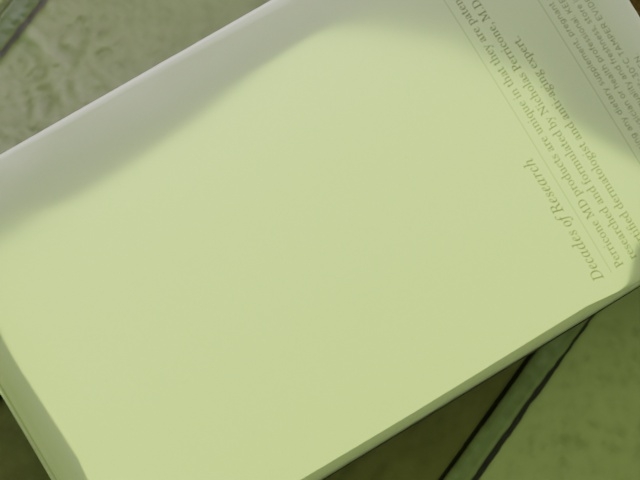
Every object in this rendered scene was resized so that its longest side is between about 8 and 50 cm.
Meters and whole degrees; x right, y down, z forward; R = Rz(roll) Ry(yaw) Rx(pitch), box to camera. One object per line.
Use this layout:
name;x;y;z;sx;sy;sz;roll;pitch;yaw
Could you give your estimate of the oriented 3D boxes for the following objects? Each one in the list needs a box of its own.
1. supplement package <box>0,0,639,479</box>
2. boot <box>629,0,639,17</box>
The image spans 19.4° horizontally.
supplement package;0.000;0.000;0.800;0.293;0.177;0.175;-31;85;-7
boot;0.170;-0.085;0.819;0.089;0.236;0.269;-26;46;-20
